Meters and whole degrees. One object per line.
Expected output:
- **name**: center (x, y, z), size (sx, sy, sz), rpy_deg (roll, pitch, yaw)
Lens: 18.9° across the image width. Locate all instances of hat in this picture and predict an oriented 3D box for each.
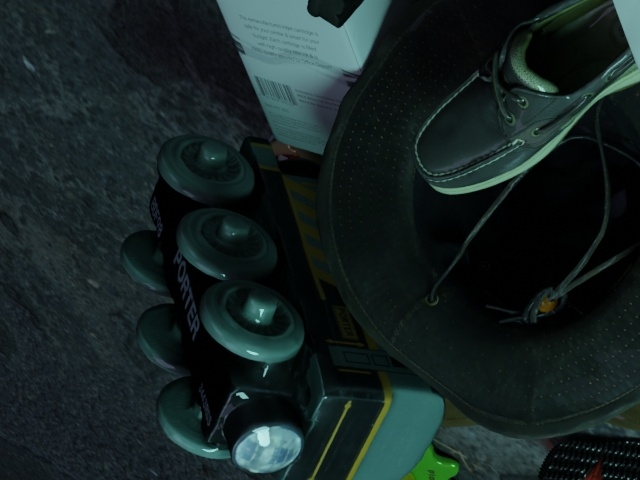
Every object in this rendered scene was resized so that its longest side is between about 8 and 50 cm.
- **hat**: center (0.165, -0.029, 1.314), size (0.331, 0.134, 0.331), rpy_deg (-4, 83, 37)

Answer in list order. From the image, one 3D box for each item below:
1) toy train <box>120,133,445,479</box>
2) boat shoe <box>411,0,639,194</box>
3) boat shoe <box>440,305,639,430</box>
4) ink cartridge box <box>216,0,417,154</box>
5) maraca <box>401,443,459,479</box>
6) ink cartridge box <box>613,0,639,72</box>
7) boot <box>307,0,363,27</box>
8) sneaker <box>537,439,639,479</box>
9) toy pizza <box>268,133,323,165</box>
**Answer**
- **toy train**: center (-0.032, 0.047, 1.426), size (0.334, 0.190, 0.142), rpy_deg (-110, 37, -49)
- **boat shoe**: center (0.140, -0.107, 1.213), size (0.223, 0.073, 0.080), rpy_deg (-32, 65, 24)
- **boat shoe**: center (0.202, 0.065, 1.437), size (0.341, 0.110, 0.121), rpy_deg (-3, 126, 32)
- **ink cartridge box**: center (0.005, -0.155, 1.435), size (0.139, 0.082, 0.190), rpy_deg (18, 141, 42)
- **maraca**: center (0.051, 0.233, 1.882), size (0.186, 0.099, 0.127), rpy_deg (-1, 136, 20)
- **ink cartridge box**: center (0.237, -0.208, 0.957), size (0.168, 0.171, 0.232), rpy_deg (11, 137, 47)
- **boot**: center (-0.038, -0.322, 1.212), size (0.260, 0.131, 0.348), rpy_deg (29, 138, 15)
- **sneaker**: center (0.261, 0.211, 1.622), size (0.075, 0.057, 0.161), rpy_deg (41, 156, -30)
- **toy pizza**: center (0.000, 0.000, 1.641), size (0.201, 0.032, 0.201), rpy_deg (50, 157, 31)
